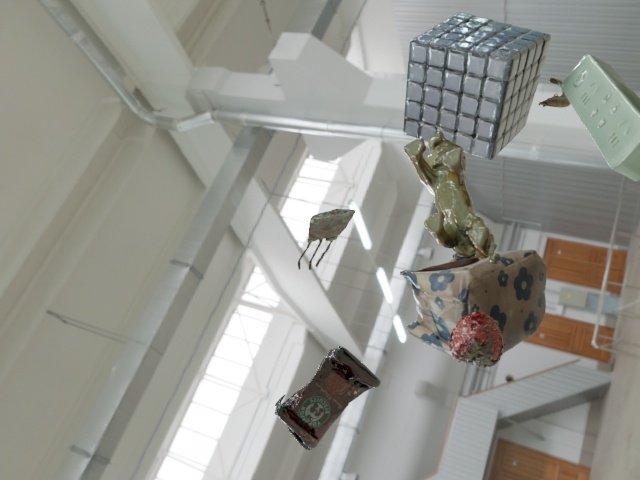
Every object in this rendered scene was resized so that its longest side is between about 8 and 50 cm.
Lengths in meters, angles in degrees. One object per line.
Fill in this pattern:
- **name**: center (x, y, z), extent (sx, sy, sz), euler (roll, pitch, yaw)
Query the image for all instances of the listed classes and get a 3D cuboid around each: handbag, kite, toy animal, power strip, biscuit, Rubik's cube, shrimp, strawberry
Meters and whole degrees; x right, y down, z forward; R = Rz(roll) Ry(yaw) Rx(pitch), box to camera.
- **handbag**: center (0.293, 0.113, 1.092), extent (0.251, 0.193, 0.190), euler (-17, -71, -35)
- **kite**: center (-0.001, -0.002, 1.396), extent (0.127, 0.016, 0.229), euler (-2, -41, -31)
- **toy animal**: center (0.231, -0.071, 0.948), extent (0.157, 0.097, 0.312), euler (26, -136, -52)
- **power strip**: center (0.531, -0.246, 1.038), extent (0.385, 0.062, 0.091), euler (-81, 18, -52)
- **biscuit**: center (0.011, 0.362, 1.300), extent (0.235, 0.063, 0.151), euler (-45, -76, -9)
- **Rubik's cube**: center (0.347, -0.353, 1.276), extent (0.237, 0.237, 0.238), euler (-41, -36, -39)
- **shrimp**: center (0.631, -0.397, 1.524), extent (0.127, 0.025, 0.091), euler (-21, -96, -26)
- **strawberry**: center (0.236, 0.146, 0.844), extent (0.096, 0.083, 0.083), euler (-58, -27, -65)
